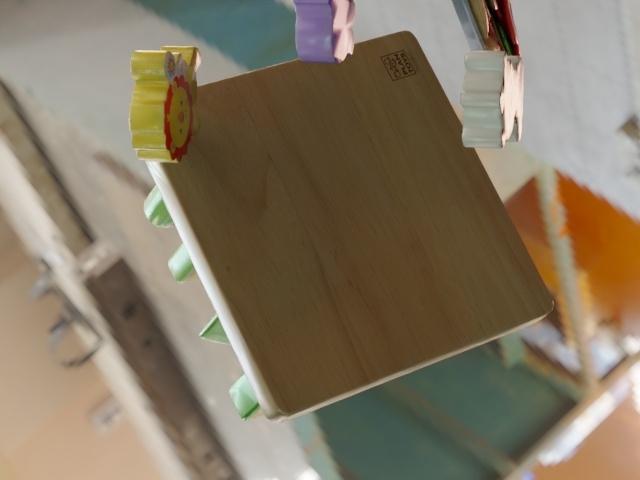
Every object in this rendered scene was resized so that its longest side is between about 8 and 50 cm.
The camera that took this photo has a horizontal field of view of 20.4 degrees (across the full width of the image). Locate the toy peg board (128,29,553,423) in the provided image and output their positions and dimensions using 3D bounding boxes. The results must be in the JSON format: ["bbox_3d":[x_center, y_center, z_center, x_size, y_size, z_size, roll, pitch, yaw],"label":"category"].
[{"bbox_3d":[0.000,0.000,0.868,0.161,0.160,0.079,64,150,12],"label":"toy peg board"}]

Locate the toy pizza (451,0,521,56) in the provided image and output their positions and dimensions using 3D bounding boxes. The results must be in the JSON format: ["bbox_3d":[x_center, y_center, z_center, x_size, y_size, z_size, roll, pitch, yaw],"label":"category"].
[{"bbox_3d":[0.082,-0.183,1.049,0.201,0.032,0.201,-19,-90,-82],"label":"toy pizza"}]

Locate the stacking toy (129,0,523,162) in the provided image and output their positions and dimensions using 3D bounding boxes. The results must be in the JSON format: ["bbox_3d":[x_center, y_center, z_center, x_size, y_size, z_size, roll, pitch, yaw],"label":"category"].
[{"bbox_3d":[0.001,-0.142,0.758,0.052,0.167,0.221,-17,-72,-72],"label":"stacking toy"}]
